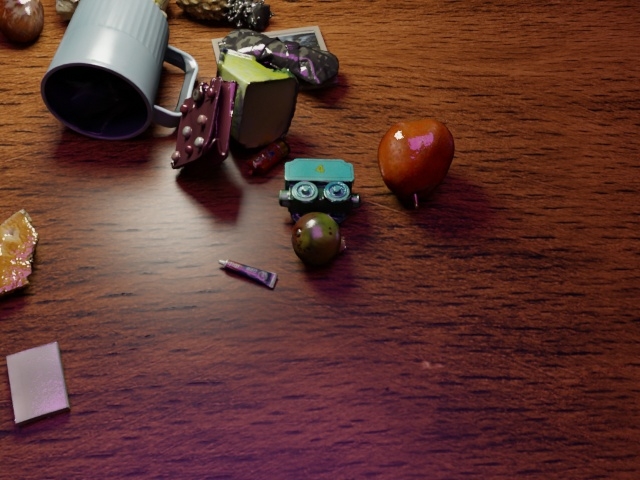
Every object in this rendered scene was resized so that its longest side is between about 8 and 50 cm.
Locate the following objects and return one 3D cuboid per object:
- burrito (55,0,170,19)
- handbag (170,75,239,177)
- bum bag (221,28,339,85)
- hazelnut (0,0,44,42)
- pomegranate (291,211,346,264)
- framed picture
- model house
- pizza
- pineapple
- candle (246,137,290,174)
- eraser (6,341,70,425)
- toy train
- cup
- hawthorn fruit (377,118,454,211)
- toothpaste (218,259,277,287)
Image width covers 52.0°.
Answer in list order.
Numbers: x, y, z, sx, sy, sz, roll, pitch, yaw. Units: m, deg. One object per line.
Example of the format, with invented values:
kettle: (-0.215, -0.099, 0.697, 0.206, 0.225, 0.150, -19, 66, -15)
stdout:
burrito: (-0.583, -0.700, 1.878, 0.332, 0.135, 0.190, 7, 67, -4)
handbag: (-0.282, -0.275, 1.576, 0.074, 0.203, 0.216, 14, 75, -35)
bum bag: (-0.114, -0.504, 1.797, 0.340, 0.095, 0.144, 18, 44, 5)
hazelnut: (-0.825, -0.627, 1.808, 0.143, 0.143, 0.154, -12, 78, -12)
pomegranate: (-0.007, -0.001, 1.509, 0.130, 0.130, 0.130, 2, 58, -3)
framed picture: (-0.132, -0.506, 1.861, 0.324, 0.020, 0.240, -9, 60, -10)
model house: (-0.189, -0.368, 1.678, 0.170, 0.194, 0.211, -21, 48, -35)
pizza: (-0.696, 0.046, 1.451, 0.134, 0.056, 0.271, 0, 57, -2)
pineapple: (-0.274, -0.687, 1.905, 0.278, 0.158, 0.158, 25, 59, -4)
candle: (-0.136, -0.206, 1.656, 0.052, 0.052, 0.130, 40, 64, 19)
eraser: (-0.573, 0.289, 1.329, 0.104, 0.023, 0.150, -16, 60, -14)
toy train: (-0.002, -0.122, 1.586, 0.198, 0.107, 0.154, 0, 51, -4)
cup: (-0.494, -0.452, 1.660, 0.331, 0.257, 0.311, 4, 57, 0)
hawthorn fruit: (0.232, -0.178, 1.599, 0.196, 0.196, 0.225, 3, 74, -3)
toothpaste: (-0.168, 0.070, 1.500, 0.140, 0.021, 0.037, 19, 63, 4)
